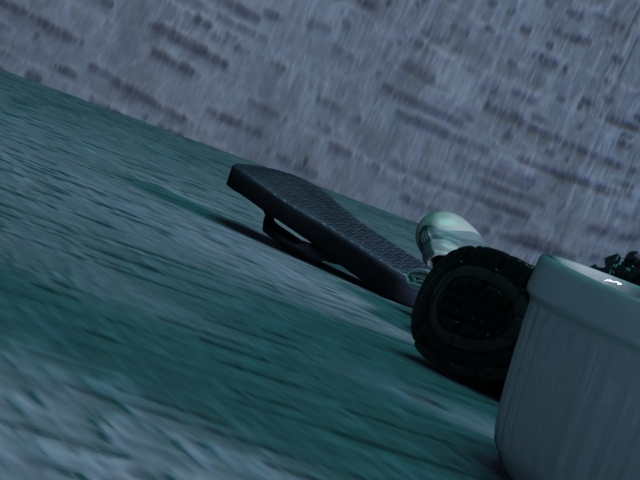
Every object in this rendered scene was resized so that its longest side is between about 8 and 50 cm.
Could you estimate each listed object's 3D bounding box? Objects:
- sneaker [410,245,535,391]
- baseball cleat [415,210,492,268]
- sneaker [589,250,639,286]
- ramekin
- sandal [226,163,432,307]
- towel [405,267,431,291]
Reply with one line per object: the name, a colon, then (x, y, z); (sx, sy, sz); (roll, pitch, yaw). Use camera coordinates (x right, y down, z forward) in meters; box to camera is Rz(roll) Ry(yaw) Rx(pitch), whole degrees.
sneaker: (0.199, 0.084, 1.222); (0.286, 0.109, 0.130); (27, 0, 38)
baseball cleat: (0.166, 0.056, 1.749); (0.206, 0.072, 0.109); (31, 31, -22)
sneaker: (0.309, 0.108, 1.434); (0.112, 0.121, 0.299); (56, -9, -35)
ramekin: (0.185, 0.094, 0.936); (0.207, 0.109, 0.207); (22, 5, -2)
sandal: (0.000, 0.000, 1.705); (0.254, 0.054, 0.097); (36, 19, 35)
towel: (0.155, 0.066, 1.567); (0.152, 0.023, 0.113); (29, -5, -31)
